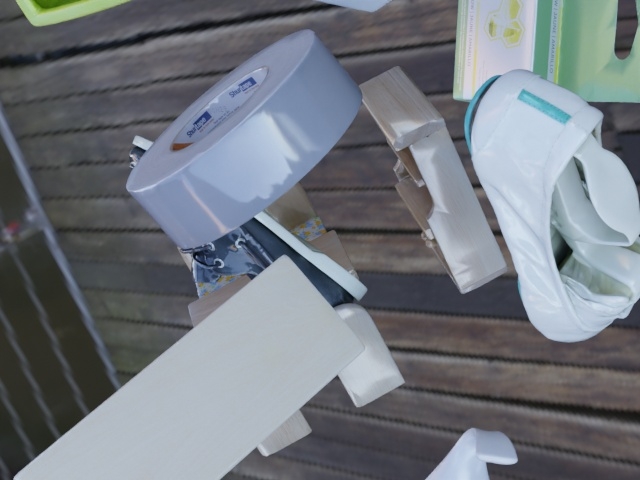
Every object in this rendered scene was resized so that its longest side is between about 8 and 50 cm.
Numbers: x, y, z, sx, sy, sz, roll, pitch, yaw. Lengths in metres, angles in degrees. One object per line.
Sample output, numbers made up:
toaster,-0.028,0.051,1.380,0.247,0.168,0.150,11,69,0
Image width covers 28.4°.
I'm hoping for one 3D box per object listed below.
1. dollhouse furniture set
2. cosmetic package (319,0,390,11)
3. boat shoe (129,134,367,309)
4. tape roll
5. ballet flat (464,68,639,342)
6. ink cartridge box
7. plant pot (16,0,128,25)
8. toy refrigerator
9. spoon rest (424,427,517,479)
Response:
dollhouse furniture set,0.000,0.000,1.613,0.256,0.394,0.362,62,-179,-32
cosmetic package,0.059,-0.353,1.087,0.224,0.138,0.225,-30,78,27
boat shoe,-0.099,0.009,1.446,0.340,0.113,0.127,37,177,-34
tape roll,-0.069,-0.093,1.135,0.072,0.219,0.219,50,145,-18
ballet flat,0.248,-0.002,1.200,0.139,0.139,0.400,23,158,37
ink cartridge box,0.251,-0.236,1.391,0.235,0.056,0.171,9,97,51
plant pot,-0.248,-0.402,1.418,0.228,0.207,0.227,-9,120,33
toy refrigerator,-0.102,0.139,0.991,0.102,0.269,0.094,49,158,3
spoon rest,0.193,0.343,1.716,0.137,0.084,0.276,10,134,-11
